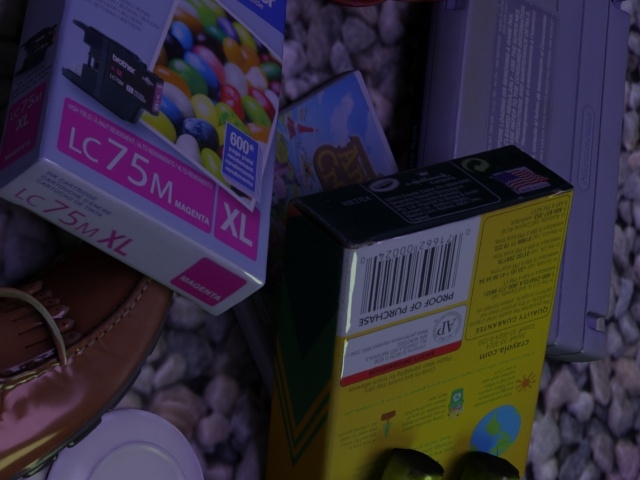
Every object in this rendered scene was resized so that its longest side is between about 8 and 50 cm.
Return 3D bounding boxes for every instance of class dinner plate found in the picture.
[{"bbox_3d":[-0.135,0.191,1.273,0.141,0.017,0.141,2,87,-42],"label":"dinner plate"}]

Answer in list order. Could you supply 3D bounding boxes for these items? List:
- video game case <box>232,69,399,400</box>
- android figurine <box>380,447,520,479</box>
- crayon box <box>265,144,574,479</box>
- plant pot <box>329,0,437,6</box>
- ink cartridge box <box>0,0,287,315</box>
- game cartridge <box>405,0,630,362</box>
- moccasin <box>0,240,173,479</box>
[{"bbox_3d":[0.000,0.000,1.393,0.193,0.023,0.212,-34,109,-37],"label":"video game case"},{"bbox_3d":[0.053,0.284,1.342,0.248,0.056,0.273,6,111,-41],"label":"android figurine"},{"bbox_3d":[0.066,0.100,1.329,0.202,0.081,0.318,-14,125,-31],"label":"crayon box"},{"bbox_3d":[0.059,-0.273,1.361,0.191,0.174,0.191,2,86,-41],"label":"plant pot"},{"bbox_3d":[-0.111,-0.123,1.212,0.186,0.065,0.311,31,44,-32],"label":"ink cartridge box"},{"bbox_3d":[0.167,-0.090,1.503,0.230,0.068,0.355,16,75,-39],"label":"game cartridge"},{"bbox_3d":[-0.249,0.087,1.115,0.380,0.139,0.147,-32,117,-27],"label":"moccasin"}]
